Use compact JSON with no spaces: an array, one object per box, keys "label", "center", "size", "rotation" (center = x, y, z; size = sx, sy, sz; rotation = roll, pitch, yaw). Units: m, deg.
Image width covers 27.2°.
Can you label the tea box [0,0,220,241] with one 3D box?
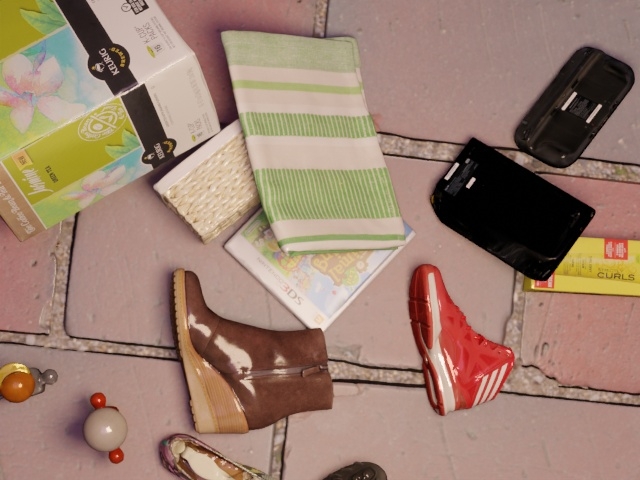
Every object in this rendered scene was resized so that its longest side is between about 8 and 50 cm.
[{"label":"tea box","center":[-0.364,-0.237,1.777],"size":[0.323,0.220,0.329],"rotation":[-32,68,-7]}]

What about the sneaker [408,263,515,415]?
[{"label":"sneaker","center":[0.207,0.135,1.924],"size":[0.128,0.087,0.221],"rotation":[-10,98,-15]}]

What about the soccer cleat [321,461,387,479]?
[{"label":"soccer cleat","center":[-0.006,0.451,1.859],"size":[0.318,0.109,0.116],"rotation":[-51,127,-8]}]

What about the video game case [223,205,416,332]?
[{"label":"video game case","center":[0.000,0.000,1.934],"size":[0.193,0.023,0.212],"rotation":[44,82,-1]}]

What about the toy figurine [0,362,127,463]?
[{"label":"toy figurine","center":[-0.382,0.286,1.808],"size":[0.209,0.148,0.213],"rotation":[30,83,-2]}]

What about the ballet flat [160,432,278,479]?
[{"label":"ballet flat","center":[-0.128,0.342,1.863],"size":[0.221,0.079,0.077],"rotation":[31,82,-2]}]

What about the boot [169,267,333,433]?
[{"label":"boot","center":[-0.100,0.145,1.888],"size":[0.207,0.090,0.248],"rotation":[-12,90,-12]}]

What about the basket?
[{"label":"basket","center":[-0.139,-0.082,1.879],"size":[0.167,0.113,0.103],"rotation":[-38,86,-6]}]

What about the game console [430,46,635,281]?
[{"label":"game console","center":[0.340,-0.129,1.943],"size":[0.213,0.044,0.361],"rotation":[34,77,19]}]

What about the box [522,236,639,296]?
[{"label":"box","center":[0.418,0.039,1.955],"size":[0.232,0.058,0.087],"rotation":[4,84,-5]}]

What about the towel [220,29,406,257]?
[{"label":"towel","center":[-0.004,-0.139,1.865],"size":[0.248,0.038,0.324],"rotation":[-4,76,-41]}]
